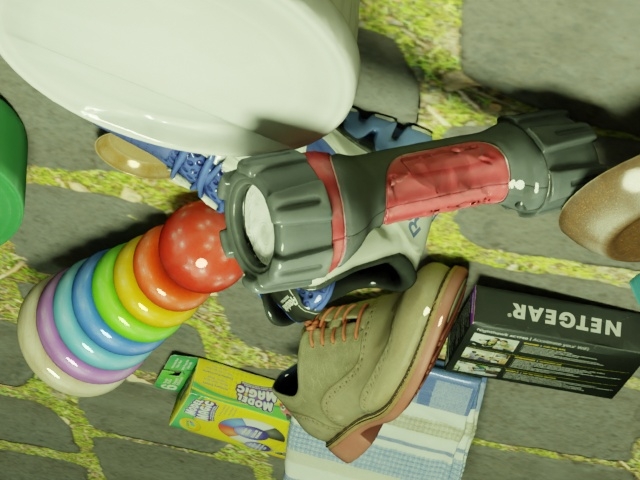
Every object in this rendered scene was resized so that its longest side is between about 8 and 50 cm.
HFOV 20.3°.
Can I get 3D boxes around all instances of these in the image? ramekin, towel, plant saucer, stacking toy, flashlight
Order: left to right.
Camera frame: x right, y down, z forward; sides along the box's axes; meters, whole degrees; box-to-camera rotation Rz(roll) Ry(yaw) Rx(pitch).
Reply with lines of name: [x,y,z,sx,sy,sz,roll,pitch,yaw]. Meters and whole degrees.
plant saucer: [-0.164,-0.082,1.630,0.083,0.015,0.083,11,154,5]
stacking toy: [-0.175,0.044,1.791,0.141,0.141,0.330,26,145,-24]
ramekin: [-0.095,-0.179,1.269,0.273,0.127,0.273,11,154,5]
towel: [0.069,0.215,2.025,0.209,0.034,0.285,13,138,4]
flashlight: [0.076,-0.036,1.341,0.304,0.103,0.103,-11,166,-27]
plant saucer: [0.286,-0.027,1.398,0.199,0.036,0.198,-12,158,-5]

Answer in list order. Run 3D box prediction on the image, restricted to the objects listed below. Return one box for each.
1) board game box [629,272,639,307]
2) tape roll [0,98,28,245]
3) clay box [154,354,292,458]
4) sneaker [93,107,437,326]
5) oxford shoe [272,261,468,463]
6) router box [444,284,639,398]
board game box: [0.449,0.054,1.398,0.336,0.079,0.254,32,119,-33]
tape roll: [-0.433,-0.068,1.645,0.321,0.077,0.321,-1,156,0]
clay box: [-0.088,0.204,2.130,0.222,0.053,0.127,16,153,-9]
sneaker: [-0.037,-0.035,1.472,0.316,0.182,0.127,20,152,-14]
oxford shoe: [0.040,0.113,1.803,0.130,0.123,0.348,32,141,-1]
router box: [0.224,0.102,1.764,0.179,0.046,0.133,10,155,-5]
